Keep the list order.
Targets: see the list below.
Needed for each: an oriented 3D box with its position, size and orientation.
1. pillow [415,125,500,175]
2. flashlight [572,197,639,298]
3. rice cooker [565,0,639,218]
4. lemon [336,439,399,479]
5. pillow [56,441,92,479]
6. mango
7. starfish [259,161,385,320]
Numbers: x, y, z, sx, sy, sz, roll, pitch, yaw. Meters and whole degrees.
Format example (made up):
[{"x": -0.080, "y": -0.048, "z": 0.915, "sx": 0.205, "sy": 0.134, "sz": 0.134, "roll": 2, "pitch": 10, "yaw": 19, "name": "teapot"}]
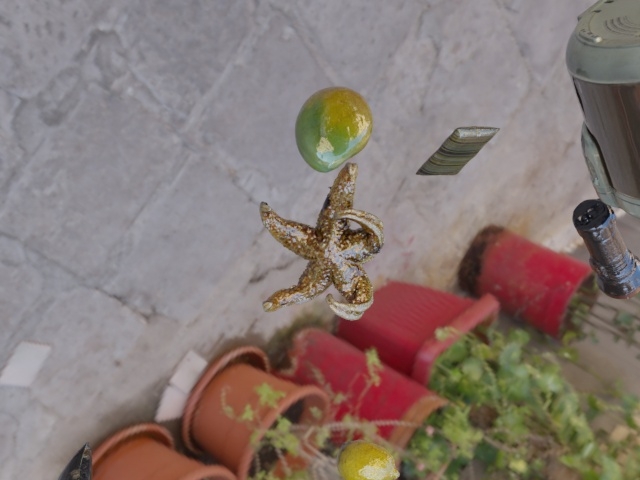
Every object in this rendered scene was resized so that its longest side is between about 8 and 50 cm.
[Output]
[{"x": 0.296, "y": -0.195, "z": 2.128, "sx": 0.113, "sy": 0.038, "sz": 0.203, "roll": -4, "pitch": 157, "yaw": -25, "name": "pillow"}, {"x": 0.492, "y": 0.016, "z": 1.676, "sx": 0.093, "sy": 0.093, "sz": 0.232, "roll": -53, "pitch": 137, "yaw": -8, "name": "flashlight"}, {"x": 0.528, "y": -0.193, "z": 1.371, "sx": 0.335, "sy": 0.335, "sz": 0.325, "roll": -40, "pitch": 119, "yaw": -28, "name": "rice cooker"}, {"x": 0.079, "y": 0.376, "z": 1.621, "sx": 0.082, "sy": 0.111, "sz": 0.082, "roll": -46, "pitch": 146, "yaw": -43, "name": "lemon"}, {"x": -0.372, "y": 0.378, "z": 1.461, "sx": 0.090, "sy": 0.150, "sz": 0.048, "roll": -45, "pitch": 110, "yaw": 8, "name": "pillow"}, {"x": 0.022, "y": -0.188, "z": 1.639, "sx": 0.092, "sy": 0.130, "sz": 0.194, "roll": -47, "pitch": -160, "yaw": 45, "name": "mango"}, {"x": 0.000, "y": -0.001, "z": 1.126, "sx": 0.074, "sy": 0.146, "sz": 0.189, "roll": -29, "pitch": 130, "yaw": -79, "name": "starfish"}]
